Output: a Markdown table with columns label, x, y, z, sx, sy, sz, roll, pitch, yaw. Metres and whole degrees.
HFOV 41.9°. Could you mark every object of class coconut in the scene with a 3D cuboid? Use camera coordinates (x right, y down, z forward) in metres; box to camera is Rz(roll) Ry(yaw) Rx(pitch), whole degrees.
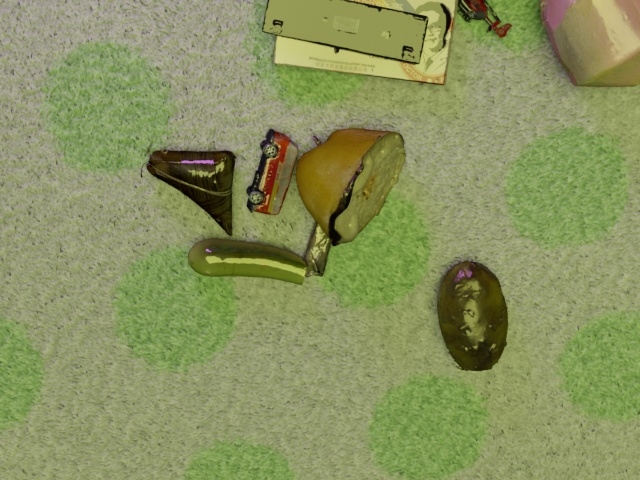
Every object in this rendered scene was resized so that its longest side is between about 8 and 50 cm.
| label | x | y | z | sx | sy | sz | roll | pitch | yaw |
| --- | --- | --- | --- | --- | --- | --- | --- | --- | --- |
| coconut | 0.562 | -0.413 | 1.627 | 0.233 | 0.233 | 0.245 | -30 | 101 | 4 |

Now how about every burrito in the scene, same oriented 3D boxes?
| label | x | y | z | sx | sy | sz | roll | pitch | yaw |
| --- | --- | --- | --- | --- | --- | --- | --- | --- | --- |
| burrito | 0.000 | 0.000 | 1.773 | 0.051 | 0.042 | 0.171 | 13 | 98 | -5 |

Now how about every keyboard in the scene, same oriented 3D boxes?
| label | x | y | z | sx | sy | sz | roll | pitch | yaw |
| --- | --- | --- | --- | --- | --- | --- | --- | --- | --- |
| keyboard | 0.049 | -0.417 | 1.632 | 0.317 | 0.027 | 0.106 | 11 | 98 | -5 |

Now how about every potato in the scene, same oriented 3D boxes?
| label | x | y | z | sx | sy | sz | roll | pitch | yaw |
| --- | --- | --- | --- | --- | --- | --- | --- | --- | --- |
| potato | 0.325 | 0.161 | 1.783 | 0.149 | 0.113 | 0.251 | -4 | 104 | 2 |

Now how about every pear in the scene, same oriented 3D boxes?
| label | x | y | z | sx | sy | sz | roll | pitch | yaw |
| --- | --- | --- | --- | --- | --- | --- | --- | --- | --- |
| pear | 0.037 | -0.129 | 1.685 | 0.178 | 0.267 | 0.267 | 27 | 101 | 23 |

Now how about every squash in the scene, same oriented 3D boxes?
| label | x | y | z | sx | sy | sz | roll | pitch | yaw |
| --- | --- | --- | --- | --- | --- | --- | --- | --- | --- |
| squash | -0.153 | 0.044 | 1.754 | 0.250 | 0.083 | 0.083 | 7 | 101 | -5 |

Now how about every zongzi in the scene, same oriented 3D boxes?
| label | x | y | z | sx | sy | sz | roll | pitch | yaw |
| --- | --- | --- | --- | --- | --- | --- | --- | --- | --- |
| zongzi | -0.271 | -0.098 | 1.726 | 0.187 | 0.084 | 0.184 | 4 | 112 | 4 |

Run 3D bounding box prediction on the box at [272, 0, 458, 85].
| label | x | y | z | sx | sy | sz | roll | pitch | yaw |
| --- | --- | --- | --- | --- | --- | --- | --- | --- | --- |
| box | 0.090 | -0.439 | 1.674 | 0.353 | 0.069 | 0.214 | 6 | 101 | -6 |

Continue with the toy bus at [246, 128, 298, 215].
| label | x | y | z | sx | sy | sz | roll | pitch | yaw |
| --- | --- | --- | --- | --- | --- | --- | --- | --- | --- |
| toy bus | -0.099 | -0.138 | 1.723 | 0.077 | 0.079 | 0.174 | 15 | 100 | -14 |

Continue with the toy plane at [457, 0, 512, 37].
| label | x | y | z | sx | sy | sz | roll | pitch | yaw |
| --- | --- | --- | --- | --- | --- | --- | --- | --- | --- |
| toy plane | 0.323 | -0.464 | 1.692 | 0.145 | 0.037 | 0.060 | 44 | 87 | -6 |
